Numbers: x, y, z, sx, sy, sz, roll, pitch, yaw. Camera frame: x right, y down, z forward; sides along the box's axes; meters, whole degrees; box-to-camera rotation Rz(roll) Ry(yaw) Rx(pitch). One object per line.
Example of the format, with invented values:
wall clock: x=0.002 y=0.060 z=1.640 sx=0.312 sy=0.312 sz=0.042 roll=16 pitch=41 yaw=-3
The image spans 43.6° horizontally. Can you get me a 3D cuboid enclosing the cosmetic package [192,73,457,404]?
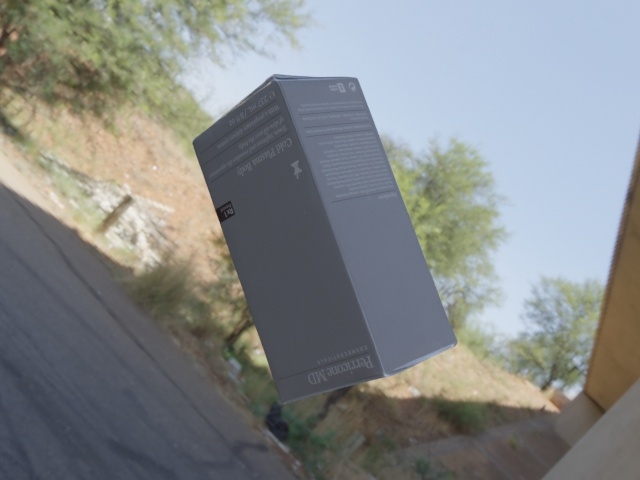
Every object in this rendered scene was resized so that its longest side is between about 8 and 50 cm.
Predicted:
cosmetic package: x=0.000 y=0.000 z=0.646 sx=0.107 sy=0.127 sz=0.237 roll=-10 pitch=77 yaw=-45
